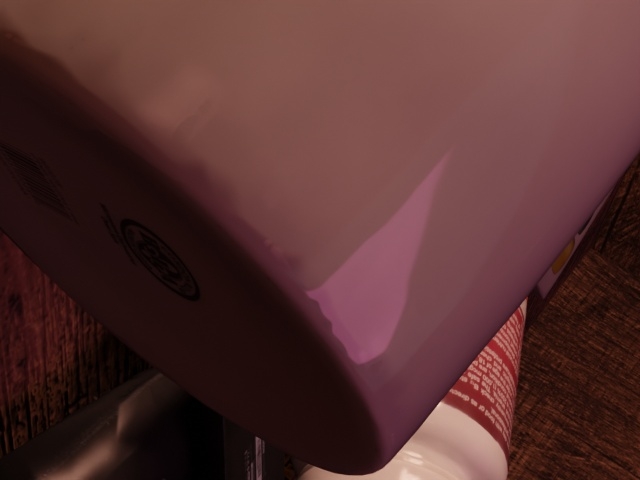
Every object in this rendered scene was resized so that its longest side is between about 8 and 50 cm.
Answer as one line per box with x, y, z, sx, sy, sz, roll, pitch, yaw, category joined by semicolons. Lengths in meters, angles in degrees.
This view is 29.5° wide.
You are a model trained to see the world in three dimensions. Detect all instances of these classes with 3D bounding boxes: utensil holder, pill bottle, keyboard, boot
0.028;-0.124;0.615;0.385;0.327;0.327;-50;162;-20;utensil holder
0.092;0.166;1.274;0.224;0.224;0.392;104;1;-46;pill bottle
-0.078;0.195;0.972;0.201;0.033;0.317;-52;148;-53;keyboard
-0.189;0.275;0.994;0.445;0.146;0.367;-44;147;-54;boot

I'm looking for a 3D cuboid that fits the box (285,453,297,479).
0.005;0.291;1.412;0.322;0.257;0.079;-49;162;-25;box

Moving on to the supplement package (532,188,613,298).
0.242;-0.073;1.527;0.199;0.198;0.263;-58;164;-2;supplement package
